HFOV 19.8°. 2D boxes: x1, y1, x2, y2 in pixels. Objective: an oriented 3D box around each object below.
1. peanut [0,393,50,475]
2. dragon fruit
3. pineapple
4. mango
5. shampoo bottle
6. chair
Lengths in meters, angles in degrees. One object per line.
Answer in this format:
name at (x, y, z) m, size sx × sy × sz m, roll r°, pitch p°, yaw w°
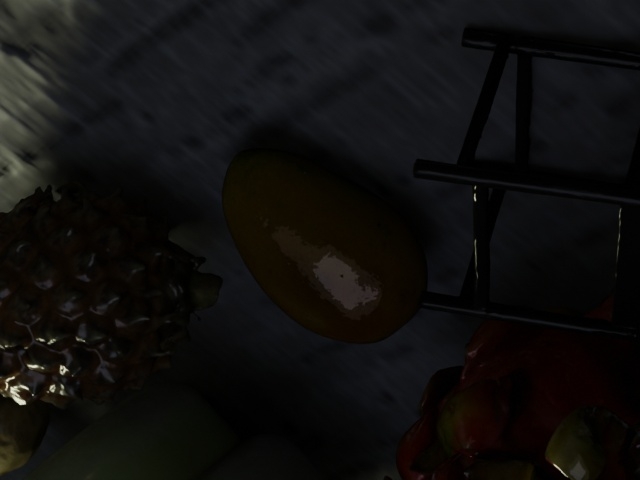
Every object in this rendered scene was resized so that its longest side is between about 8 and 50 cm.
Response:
peanut at (-0.331, 0.146, 1.542) m, size 0.228 × 0.085 × 0.104 m, roll 0°, pitch 125°, yaw 22°
dragon fruit at (0.171, 0.158, 1.220) m, size 0.228 × 0.307 × 0.243 m, roll 29°, pitch 121°, yaw 1°
pineapple at (-0.165, 0.039, 1.322) m, size 0.193 × 0.166 × 0.166 m, roll -4°, pitch 134°, yaw 8°
mango at (0.000, 0.005, 1.274) m, size 0.163 × 0.089 × 0.111 m, roll 31°, pitch 126°, yaw 2°
shampoo bottle at (-0.114, 0.295, 1.426) m, size 0.317 × 0.322 × 0.322 m, roll 47°, pitch 135°, yaw 2°
chair at (0.200, -0.022, 1.123) m, size 0.260 × 0.154 × 0.141 m, roll 9°, pitch 137°, yaw 14°
